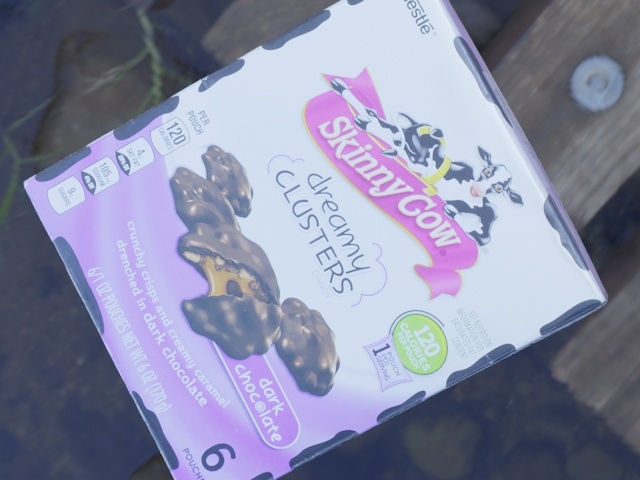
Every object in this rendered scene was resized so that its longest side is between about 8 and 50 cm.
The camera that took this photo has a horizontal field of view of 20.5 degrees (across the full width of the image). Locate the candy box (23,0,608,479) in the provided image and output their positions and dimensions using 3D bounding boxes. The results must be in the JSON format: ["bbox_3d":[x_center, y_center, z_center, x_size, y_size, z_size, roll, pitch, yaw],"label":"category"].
[{"bbox_3d":[0.000,0.000,0.761,0.196,0.070,0.165,-29,84,8],"label":"candy box"}]
